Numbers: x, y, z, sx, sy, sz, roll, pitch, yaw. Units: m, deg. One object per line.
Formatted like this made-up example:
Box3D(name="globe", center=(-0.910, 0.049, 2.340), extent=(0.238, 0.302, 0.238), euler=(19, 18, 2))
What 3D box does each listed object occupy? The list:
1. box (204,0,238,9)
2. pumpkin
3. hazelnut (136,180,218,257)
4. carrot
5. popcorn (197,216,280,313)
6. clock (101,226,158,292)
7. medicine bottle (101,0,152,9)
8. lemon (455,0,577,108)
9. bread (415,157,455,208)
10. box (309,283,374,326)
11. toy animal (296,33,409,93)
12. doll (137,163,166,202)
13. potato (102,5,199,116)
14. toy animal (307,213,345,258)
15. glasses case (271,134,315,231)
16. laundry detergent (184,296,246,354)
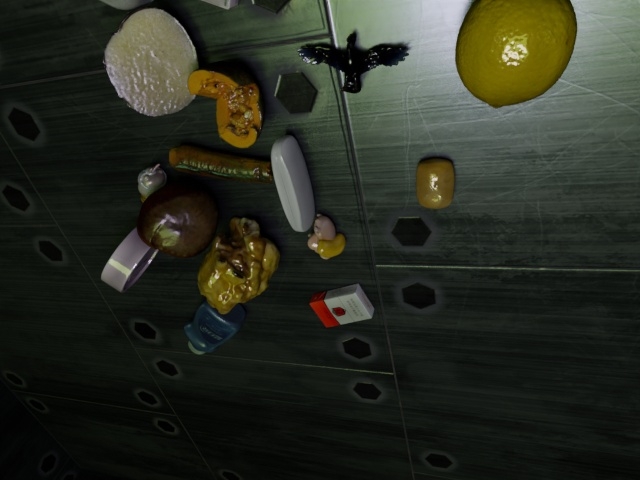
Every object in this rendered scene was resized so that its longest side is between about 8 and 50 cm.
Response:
Box3D(name="box", center=(-0.192, -0.504, 0.873), extent=(0.089, 0.043, 0.125), euler=(20, 130, 5))
Box3D(name="pumpkin", center=(-0.181, -0.295, 0.993), extent=(0.119, 0.107, 0.183), euler=(-2, 134, 30))
Box3D(name="hazelnut", center=(-0.364, -0.053, 1.209), extent=(0.208, 0.208, 0.208), euler=(10, 129, 13))
Box3D(name="carrot", center=(-0.233, -0.181, 1.130), extent=(0.260, 0.070, 0.070), euler=(10, 129, 11))
Box3D(name="popcorn", center=(-0.209, 0.066, 1.238), extent=(0.190, 0.191, 0.253), euler=(21, 124, -15))
Box3D(name="clock", center=(-0.520, 0.047, 1.327), extent=(0.068, 0.197, 0.197), euler=(35, 130, -7))
Box3D(name="medicine bottle", center=(-0.454, -0.601, 0.842), extent=(0.375, 0.123, 0.282), euler=(29, 129, -2))
Box3D(name="lemon", center=(0.306, -0.307, 0.759), extent=(0.178, 0.178, 0.203), euler=(11, 128, 12))
Box3D(name="bread", center=(0.242, -0.115, 1.010), extent=(0.082, 0.056, 0.115), euler=(6, 129, 15))
Box3D(name="box", center=(0.060, 0.183, 1.322), extent=(0.152, 0.048, 0.100), euler=(-16, 117, 32))
Box3D(name="toy animal", center=(0.060, -0.337, 0.911), extent=(0.220, 0.062, 0.107), euler=(5, 110, 18))
Box3D(name="doll", center=(-0.439, -0.157, 1.225), extent=(0.084, 0.073, 0.127), euler=(49, 137, 22))
Box3D(name="potato", center=(-0.352, -0.372, 0.993), extent=(0.182, 0.117, 0.202), euler=(-27, 122, -11))
Box3D(name="toy animal", center=(0.000, 0.000, 1.175), extent=(0.082, 0.091, 0.114), euler=(-10, 125, 44))
Box3D(name="glasses case", center=(-0.060, -0.126, 1.090), extent=(0.059, 0.092, 0.233), euler=(4, 129, 24))
Box3D(name="laundry detergent", center=(-0.355, 0.284, 1.520), extent=(0.143, 0.094, 0.290), euler=(33, 130, -11))
